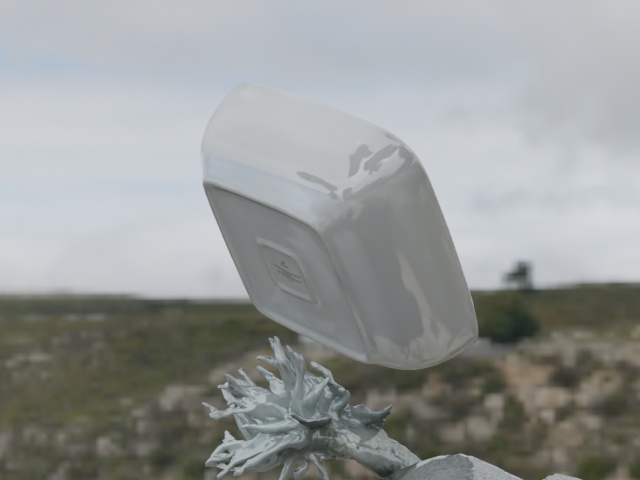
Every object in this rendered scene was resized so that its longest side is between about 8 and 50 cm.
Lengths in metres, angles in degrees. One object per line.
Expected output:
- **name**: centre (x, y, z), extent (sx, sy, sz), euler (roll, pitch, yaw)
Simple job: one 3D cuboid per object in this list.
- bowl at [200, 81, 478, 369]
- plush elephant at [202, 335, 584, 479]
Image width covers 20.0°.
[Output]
- **bowl**: centre (0.000, 0.000, 0.882), extent (0.053, 0.142, 0.142), euler (-40, 41, -24)
- **plush elephant**: centre (0.023, 0.213, 0.714), extent (0.330, 0.255, 0.272), euler (34, -30, 17)
